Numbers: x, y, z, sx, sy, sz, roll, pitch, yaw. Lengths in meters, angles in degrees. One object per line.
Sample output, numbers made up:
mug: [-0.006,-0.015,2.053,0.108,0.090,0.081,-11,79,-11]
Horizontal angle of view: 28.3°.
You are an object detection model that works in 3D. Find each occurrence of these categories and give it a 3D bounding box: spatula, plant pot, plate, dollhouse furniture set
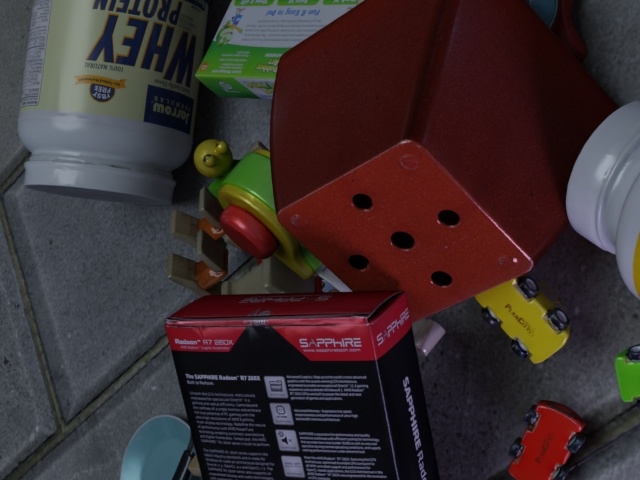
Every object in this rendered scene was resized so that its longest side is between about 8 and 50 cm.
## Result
spatula: [-0.170,0.251,1.634,0.084,0.030,0.296,26,104,62]
plant pot: [0.104,-0.076,1.237,0.267,0.267,0.235,-28,30,38]
plate: [-0.203,0.327,1.695,0.188,0.024,0.188,-9,76,42]
dollhouse furniture set: [-0.046,0.009,1.510,0.262,0.135,0.259,-34,38,29]

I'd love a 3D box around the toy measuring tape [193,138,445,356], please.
toy measuring tape: [0.000,0.000,1.328,0.330,0.121,0.121,39,115,3]

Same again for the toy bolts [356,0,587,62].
toy bolts: [0.154,-0.201,1.344,0.228,0.158,0.218,-18,71,41]

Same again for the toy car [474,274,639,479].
toy car: [0.275,0.128,1.223,0.225,0.053,0.239,-5,107,29]

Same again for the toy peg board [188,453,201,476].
toy peg board: [-0.038,0.231,1.454,0.161,0.079,0.161,-4,38,41]

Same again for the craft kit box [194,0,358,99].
craft kit box: [-0.009,-0.285,1.533,0.250,0.061,0.246,10,67,45]

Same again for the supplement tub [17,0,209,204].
supplement tub: [-0.280,-0.220,1.713,0.235,0.235,0.324,3,85,44]

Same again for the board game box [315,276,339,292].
board game box: [-0.032,0.117,1.556,0.201,0.035,0.136,-10,76,42]

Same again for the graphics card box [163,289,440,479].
graphics card box: [-0.002,0.232,1.258,0.233,0.094,0.371,-4,106,29]

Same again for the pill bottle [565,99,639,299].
pill bottle: [0.377,0.007,1.074,0.334,0.188,0.188,37,109,41]
